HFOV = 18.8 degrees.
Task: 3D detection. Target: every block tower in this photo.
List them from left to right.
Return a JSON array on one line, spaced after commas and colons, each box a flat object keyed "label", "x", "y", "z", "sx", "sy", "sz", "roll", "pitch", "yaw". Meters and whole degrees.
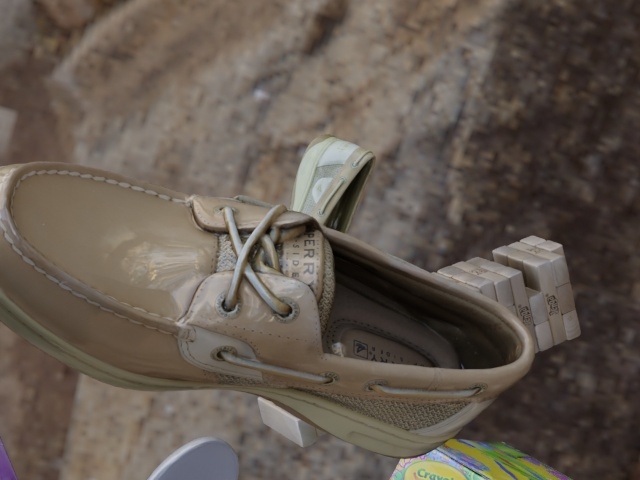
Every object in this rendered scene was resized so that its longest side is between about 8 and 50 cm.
[{"label": "block tower", "x": 0.100, "y": 0.093, "z": 1.902, "sx": 0.091, "sy": 0.335, "sz": 0.097, "roll": 20, "pitch": 128, "yaw": 62}]

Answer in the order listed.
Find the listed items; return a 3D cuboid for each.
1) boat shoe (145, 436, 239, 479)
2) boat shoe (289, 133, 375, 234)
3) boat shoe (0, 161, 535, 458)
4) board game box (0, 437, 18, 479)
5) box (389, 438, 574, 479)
[{"label": "boat shoe", "x": -0.101, "y": 0.170, "z": 1.131, "sx": 0.142, "sy": 0.049, "sz": 0.040, "roll": -54, "pitch": 22, "yaw": 3}, {"label": "boat shoe", "x": 0.001, "y": -0.001, "z": 1.445, "sx": 0.048, "sy": 0.056, "sz": 0.153, "roll": 22, "pitch": 101, "yaw": 31}, {"label": "boat shoe", "x": -0.035, "y": 0.023, "z": 1.073, "sx": 0.110, "sy": 0.341, "sz": 0.122, "roll": -37, "pitch": 44, "yaw": 44}, {"label": "board game box", "x": -0.185, "y": 0.114, "z": 0.912, "sx": 0.208, "sy": 0.056, "sz": 0.347, "roll": -4, "pitch": 109, "yaw": 62}, {"label": "box", "x": 0.199, "y": 0.312, "z": 1.657, "sx": 0.290, "sy": 0.279, "sz": 0.177, "roll": 30, "pitch": 94, "yaw": 21}]
